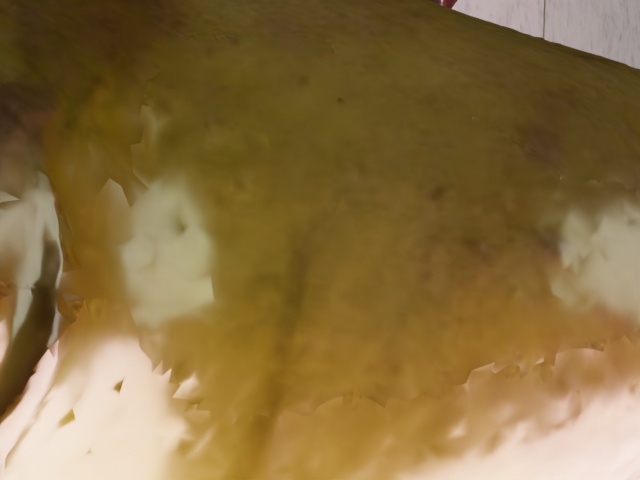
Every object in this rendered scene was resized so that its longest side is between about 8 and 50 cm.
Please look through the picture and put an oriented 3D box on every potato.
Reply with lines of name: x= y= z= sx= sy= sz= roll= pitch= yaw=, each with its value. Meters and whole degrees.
potato: x=0.000 y=0.000 z=0.666 sx=0.397 sy=0.296 sz=0.289 roll=32 pitch=57 yaw=-67

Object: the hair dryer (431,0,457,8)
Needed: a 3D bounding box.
hair dryer: x=0.068 y=-0.343 z=1.171 sx=0.312 sy=0.123 sz=0.340 roll=-54 pitch=127 yaw=-42
